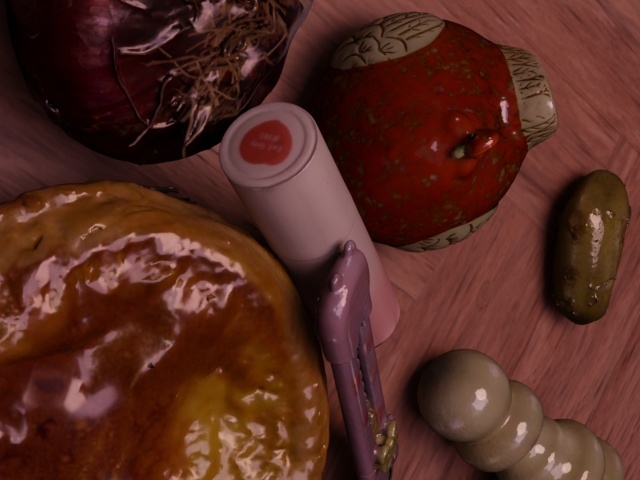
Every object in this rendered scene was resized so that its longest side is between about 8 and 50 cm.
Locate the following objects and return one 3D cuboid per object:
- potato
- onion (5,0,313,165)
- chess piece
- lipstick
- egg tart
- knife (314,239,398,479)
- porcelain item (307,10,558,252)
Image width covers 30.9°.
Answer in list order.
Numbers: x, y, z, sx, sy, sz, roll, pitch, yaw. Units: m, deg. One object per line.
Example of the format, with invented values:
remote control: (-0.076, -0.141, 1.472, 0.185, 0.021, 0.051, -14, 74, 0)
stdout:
potato: (0.318, 0.009, 1.378, 0.105, 0.085, 0.188, -3, 101, -55)
onion: (-0.138, -0.223, 0.961, 0.314, 0.232, 0.314, -44, 149, -35)
chess piece: (0.213, 0.217, 1.303, 0.251, 0.144, 0.144, 43, 73, -25)
lipstick: (0.000, 0.000, 1.072, 0.087, 0.087, 0.327, -55, 151, -16)
egg tart: (-0.200, 0.163, 0.998, 0.443, 0.178, 0.443, -3, 95, -31)
knife: (0.045, 0.157, 1.123, 0.399, 0.038, 0.132, 77, 27, -48)
porcelain item: (0.114, -0.104, 1.141, 0.253, 0.253, 0.253, -4, 98, -33)
